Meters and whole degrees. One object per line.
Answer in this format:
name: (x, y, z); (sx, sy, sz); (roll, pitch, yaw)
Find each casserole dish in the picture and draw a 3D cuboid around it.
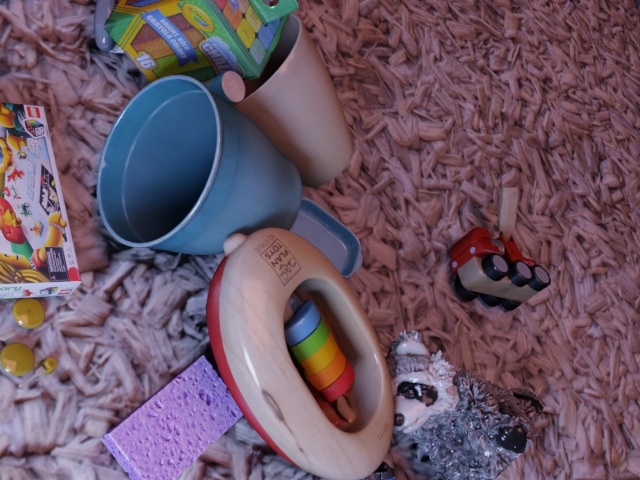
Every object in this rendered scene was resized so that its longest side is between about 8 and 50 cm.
casserole dish: (0.000, 0.000, 1.573); (0.188, 0.037, 0.114); (37, 48, -19)

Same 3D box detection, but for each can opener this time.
can opener: (-0.359, -0.466, 1.436); (0.074, 0.093, 0.280); (-4, 85, -2)

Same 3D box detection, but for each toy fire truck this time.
toy fire truck: (0.396, 0.006, 1.848); (0.217, 0.158, 0.246); (13, 48, -35)

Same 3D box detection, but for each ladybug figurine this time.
ladybug figurine: (-0.043, 0.184, 1.306); (0.305, 0.162, 0.449); (-45, 112, -50)

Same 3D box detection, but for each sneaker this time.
sneaker: (0.128, 0.430, 1.432); (0.152, 0.058, 0.084); (11, 69, -30)

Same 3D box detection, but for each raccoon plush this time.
raccoon plush: (0.244, 0.298, 1.577); (0.299, 0.216, 0.446); (49, 14, 11)

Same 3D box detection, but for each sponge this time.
sponge: (-0.217, 0.278, 1.237); (0.117, 0.031, 0.210); (54, 44, -3)

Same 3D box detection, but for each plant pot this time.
plant pot: (-0.064, -0.234, 1.525); (0.274, 0.257, 0.256); (47, 43, -36)
plant pot: (-0.176, -0.095, 1.331); (0.255, 0.272, 0.271); (20, 54, -50)

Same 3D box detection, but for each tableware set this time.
tableware set: (-0.427, 0.126, 1.147); (0.154, 0.024, 0.104); (55, 41, -2)

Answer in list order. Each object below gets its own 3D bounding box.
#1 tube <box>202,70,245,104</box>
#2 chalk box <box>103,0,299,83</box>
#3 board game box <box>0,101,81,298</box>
tube: (-0.218, -0.235, 1.397); (0.080, 0.207, 0.052); (-44, 115, -46)
chalk box: (-0.180, -0.382, 1.385); (0.180, 0.289, 0.179); (52, 45, -39)
board game box: (-0.471, -0.064, 1.173); (0.193, 0.053, 0.305); (-1, 63, -41)
